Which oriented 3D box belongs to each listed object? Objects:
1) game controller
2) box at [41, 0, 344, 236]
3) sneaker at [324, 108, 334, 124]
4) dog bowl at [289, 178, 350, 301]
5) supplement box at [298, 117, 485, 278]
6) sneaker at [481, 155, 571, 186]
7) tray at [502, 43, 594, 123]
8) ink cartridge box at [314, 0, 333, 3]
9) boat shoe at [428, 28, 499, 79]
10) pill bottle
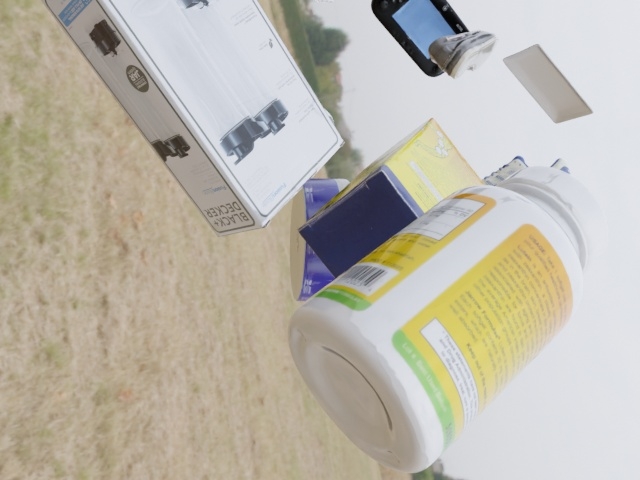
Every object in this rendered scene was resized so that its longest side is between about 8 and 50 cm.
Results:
[{"bbox_3d":[0.282,-0.592,1.665,0.319,0.166,0.067,37,34,-35],"label":"game controller"},{"bbox_3d":[-0.116,-0.166,0.628,0.290,0.087,0.169,55,51,-21],"label":"box"},{"bbox_3d":[-0.131,-0.438,1.766,0.257,0.447,0.169,-55,164,-44],"label":"sneaker"},{"bbox_3d":[0.000,0.000,1.300,0.265,0.104,0.265,-179,-90,-81],"label":"dog bowl"},{"bbox_3d":[0.149,-0.057,1.107,0.195,0.194,0.356,52,32,-4],"label":"supplement box"},{"bbox_3d":[0.440,-0.133,1.450,0.112,0.296,0.131,0,89,-76],"label":"sneaker"},{"bbox_3d":[0.659,-0.453,1.755,0.270,0.030,0.145,42,-18,-18],"label":"tray"},{"bbox_3d":[0.025,-0.549,1.097,0.092,0.218,0.158,32,24,1],"label":"ink cartridge box"},{"bbox_3d":[0.368,-0.490,1.547,0.095,0.112,0.335,40,35,9],"label":"boat shoe"},{"bbox_3d":[0.108,0.043,0.463,0.136,0.245,0.136,39,-31,29],"label":"pill bottle"}]
